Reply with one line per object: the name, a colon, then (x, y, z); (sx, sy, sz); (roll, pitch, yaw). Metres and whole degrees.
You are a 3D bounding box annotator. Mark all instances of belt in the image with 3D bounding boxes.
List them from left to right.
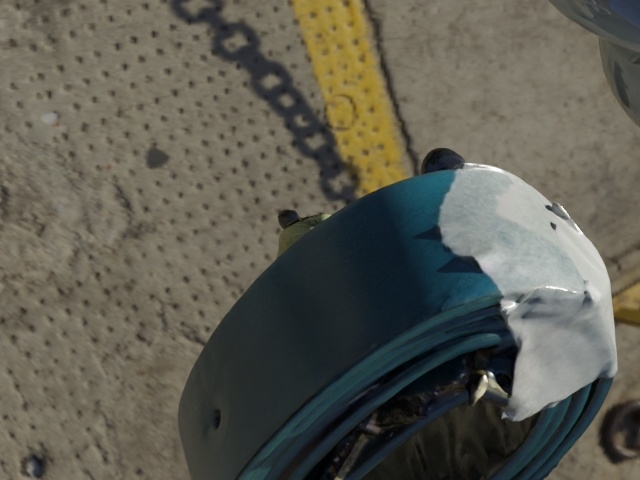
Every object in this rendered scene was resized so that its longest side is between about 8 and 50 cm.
belt: (0.060, 0.136, 0.996); (0.300, 0.173, 0.436); (16, 130, -35)

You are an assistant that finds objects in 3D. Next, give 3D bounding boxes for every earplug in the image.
earplug: (0.301, -0.190, 0.997); (0.326, 0.214, 0.175); (17, 114, -52)

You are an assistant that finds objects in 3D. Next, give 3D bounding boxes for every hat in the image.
hat: (0.000, 0.000, 1.040); (0.077, 0.076, 0.059); (-2, 82, 14)

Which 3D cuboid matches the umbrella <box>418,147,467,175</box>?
umbrella: (0.130, -0.025, 1.390); (0.106, 0.357, 0.113); (-13, 74, 0)
